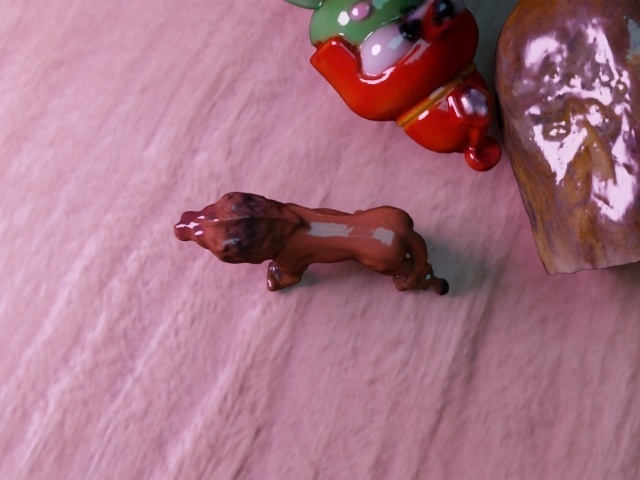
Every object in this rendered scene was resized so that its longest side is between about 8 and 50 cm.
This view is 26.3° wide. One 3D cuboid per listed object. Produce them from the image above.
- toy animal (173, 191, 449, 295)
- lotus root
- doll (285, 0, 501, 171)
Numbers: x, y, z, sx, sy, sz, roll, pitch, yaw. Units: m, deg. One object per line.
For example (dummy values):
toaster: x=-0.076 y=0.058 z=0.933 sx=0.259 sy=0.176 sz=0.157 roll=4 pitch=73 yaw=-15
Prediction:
toy animal: x=0.000 y=0.000 z=1.451 sx=0.313 sy=0.157 sz=0.097 roll=3 pitch=80 yaw=-8
lotus root: x=0.318 y=-0.135 z=1.481 sx=0.251 sy=0.250 sz=0.346 roll=-15 pitch=84 yaw=-12
doll: x=0.078 y=-0.223 z=1.501 sx=0.183 sy=0.160 sz=0.363 roll=-38 pitch=90 yaw=-30
